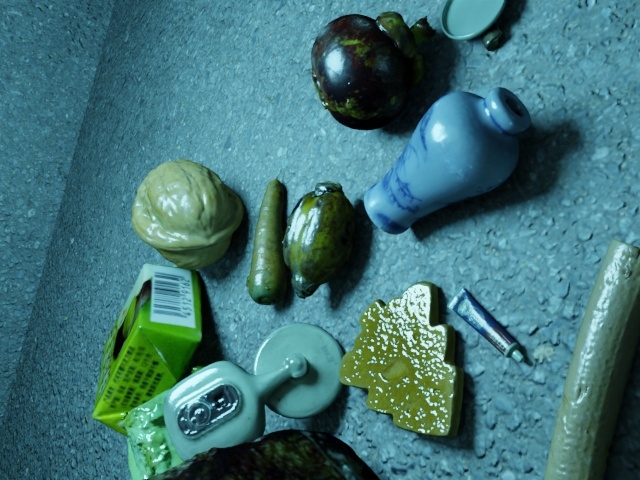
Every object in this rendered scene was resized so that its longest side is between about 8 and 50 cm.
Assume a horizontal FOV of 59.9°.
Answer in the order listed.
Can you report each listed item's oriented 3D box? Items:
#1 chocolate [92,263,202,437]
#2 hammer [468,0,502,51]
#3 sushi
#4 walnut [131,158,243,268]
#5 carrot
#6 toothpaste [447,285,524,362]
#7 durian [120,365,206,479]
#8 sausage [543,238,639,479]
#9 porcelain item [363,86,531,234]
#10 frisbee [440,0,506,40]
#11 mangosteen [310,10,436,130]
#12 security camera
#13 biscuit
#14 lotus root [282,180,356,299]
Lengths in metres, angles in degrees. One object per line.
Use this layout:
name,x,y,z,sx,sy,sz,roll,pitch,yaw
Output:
chocolate,-0.379,0.229,1.224,0.288,0.137,0.301,-60,24,17
hammer,0.237,-0.419,0.896,0.125,0.027,0.297,-35,54,35
sushi,-0.084,0.432,0.736,0.281,0.294,0.299,18,103,41
walnut,-0.288,-0.055,1.222,0.257,0.257,0.224,49,145,45
carrot,-0.098,-0.016,1.109,0.078,0.078,0.298,-23,54,42
toothpaste,0.218,0.113,0.734,0.037,0.021,0.140,-58,40,14
durian,-0.242,0.385,0.989,0.204,0.256,0.339,-30,60,14
sausage,0.300,0.151,0.598,0.066,0.066,0.301,15,86,50
porcelain item,0.172,-0.106,0.782,0.259,0.141,0.141,-43,48,42
frisbee,0.233,-0.356,0.847,0.110,0.014,0.110,-18,63,39
mangosteen,0.092,-0.289,0.918,0.217,0.192,0.192,-26,52,3
security camera,-0.100,0.237,0.886,0.301,0.080,0.157,-29,62,-9
biscuit,0.127,0.181,0.798,0.212,0.041,0.238,-49,45,17
lotus root,0.000,0.000,0.951,0.120,0.120,0.209,13,87,50
